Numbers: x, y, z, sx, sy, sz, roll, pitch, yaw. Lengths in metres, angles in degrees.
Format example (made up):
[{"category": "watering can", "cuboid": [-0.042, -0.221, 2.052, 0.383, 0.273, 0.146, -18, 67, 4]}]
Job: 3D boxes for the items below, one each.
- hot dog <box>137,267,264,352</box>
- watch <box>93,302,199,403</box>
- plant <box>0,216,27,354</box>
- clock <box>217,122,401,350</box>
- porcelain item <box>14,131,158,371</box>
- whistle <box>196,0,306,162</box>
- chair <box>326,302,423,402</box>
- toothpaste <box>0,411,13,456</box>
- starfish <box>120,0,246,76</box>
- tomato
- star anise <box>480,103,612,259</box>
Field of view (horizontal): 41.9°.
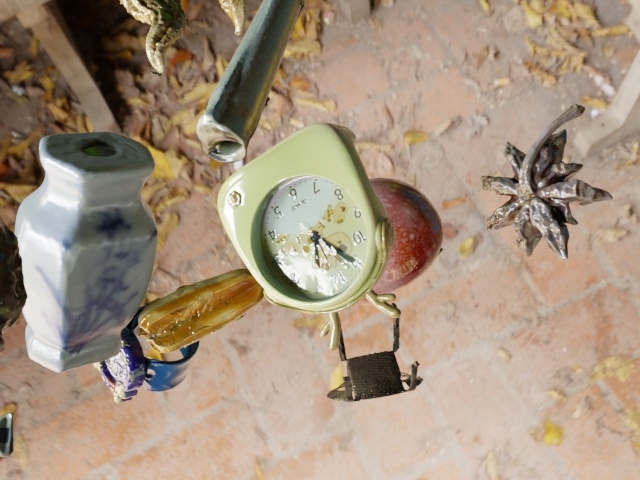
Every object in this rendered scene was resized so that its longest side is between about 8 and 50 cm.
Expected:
[{"category": "hot dog", "cuboid": [-0.217, 0.124, 1.565, 0.269, 0.109, 0.072, -25, 26, -7]}, {"category": "watch", "cuboid": [-0.370, 0.229, 1.784, 0.200, 0.171, 0.196, -16, 64, -39]}, {"category": "plant", "cuboid": [-0.495, 0.047, 0.875, 0.312, 0.215, 0.213, -2, 47, 13]}, {"category": "clock", "cuboid": [0.000, 0.000, 1.239, 0.235, 0.096, 0.308, -30, 83, 21]}, {"category": "porcelain item", "cuboid": [-0.410, 0.021, 1.450, 0.243, 0.405, 0.178, -13, 40, -43]}, {"category": "whistle", "cuboid": [-0.074, -0.220, 1.007, 0.057, 0.068, 0.326, 11, 49, 6]}, {"category": "chair", "cuboid": [0.093, 0.231, 1.470, 0.174, 0.213, 0.149, -10, 47, -3]}, {"category": "toothpaste", "cuboid": [-0.638, 0.345, 1.376, 0.268, 0.047, 0.069, -13, 24, -1]}, {"category": "starfish", "cuboid": [-0.179, -0.248, 0.737, 0.236, 0.062, 0.277, 8, 47, -23]}, {"category": "tomato", "cuboid": [0.112, -0.007, 1.689, 0.270, 0.270, 0.227, -41, 93, -12]}, {"category": "star anise", "cuboid": [0.332, -0.086, 1.263, 0.209, 0.089, 0.231, -3, 89, 36]}]
